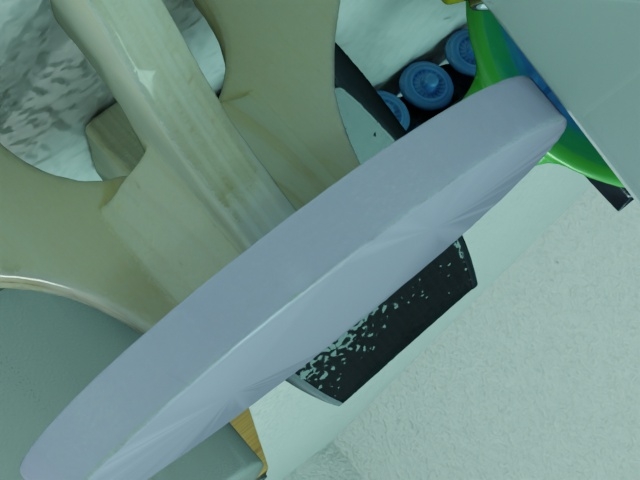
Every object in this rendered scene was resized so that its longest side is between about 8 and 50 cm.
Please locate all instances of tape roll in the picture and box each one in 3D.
[{"bbox_3d":[-0.179,0.155,0.829,0.246,0.169,0.246,-39,169,-9],"label":"tape roll"}]

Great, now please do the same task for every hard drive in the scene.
[{"bbox_3d":[0.000,0.000,0.834,0.172,0.054,0.255,-41,138,-2],"label":"hard drive"}]

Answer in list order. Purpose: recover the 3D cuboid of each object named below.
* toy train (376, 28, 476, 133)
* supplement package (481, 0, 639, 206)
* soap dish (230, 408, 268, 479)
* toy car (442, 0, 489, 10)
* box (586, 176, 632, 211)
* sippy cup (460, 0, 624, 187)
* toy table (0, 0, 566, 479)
[{"bbox_3d":[0.094,-0.081,1.017,0.184,0.105,0.080,-36,169,-26],"label":"toy train"},{"bbox_3d":[0.244,-0.104,0.595,0.262,0.204,0.145,-38,167,14],"label":"supplement package"},{"bbox_3d":[-0.193,0.322,1.610,0.291,0.118,0.229,-37,169,-17],"label":"soap dish"},{"bbox_3d":[0.195,-0.165,0.720,0.239,0.225,0.053,-43,165,13],"label":"toy car"},{"bbox_3d":[0.356,-0.146,1.561,0.156,0.158,0.093,-40,170,-4],"label":"box"},{"bbox_3d":[0.215,-0.158,0.885,0.305,0.240,0.224,-4,-173,9],"label":"sippy cup"},{"bbox_3d":[-0.048,-0.024,0.586,0.274,0.161,0.252,-36,169,-25],"label":"toy table"}]
